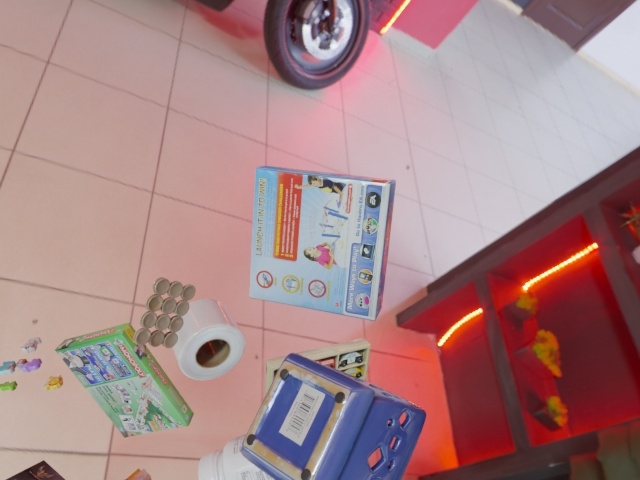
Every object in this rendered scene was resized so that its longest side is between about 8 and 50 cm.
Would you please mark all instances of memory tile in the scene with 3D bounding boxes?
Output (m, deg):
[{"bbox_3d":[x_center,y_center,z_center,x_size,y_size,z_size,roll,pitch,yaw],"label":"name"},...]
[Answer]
[{"bbox_3d":[-0.328,0.154,1.087,0.113,0.012,0.148,23,87,-55],"label":"memory tile"}]

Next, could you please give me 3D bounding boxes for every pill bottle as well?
[{"bbox_3d":[-0.144,0.553,1.275,0.282,0.160,0.160,-21,67,3],"label":"pill bottle"}]

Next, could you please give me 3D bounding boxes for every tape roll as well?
[{"bbox_3d":[-0.413,0.356,1.862,0.246,0.246,0.169,7,24,-33],"label":"tape roll"}]

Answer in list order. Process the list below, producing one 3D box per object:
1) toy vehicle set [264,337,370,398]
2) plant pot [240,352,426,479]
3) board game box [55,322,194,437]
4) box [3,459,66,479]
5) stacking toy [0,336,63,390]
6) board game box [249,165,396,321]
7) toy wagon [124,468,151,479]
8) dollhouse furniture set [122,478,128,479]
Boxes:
[{"bbox_3d":[-0.007,0.343,1.262,0.266,0.166,0.035,-7,24,-26],"label":"toy vehicle set"},{"bbox_3d":[0.013,0.346,0.929,0.212,0.235,0.236,42,69,-43],"label":"plant pot"},{"bbox_3d":[-0.490,0.362,1.303,0.046,0.213,0.317,-72,142,-59],"label":"board game box"},{"bbox_3d":[-0.689,0.658,1.247,0.231,0.056,0.183,25,19,25],"label":"box"},{"bbox_3d":[-0.899,0.379,1.531,0.052,0.221,0.167,-84,165,-61],"label":"stacking toy"},{"bbox_3d":[0.000,0.000,1.160,0.301,0.309,0.086,9,14,15],"label":"board game box"},{"bbox_3d":[-0.676,0.846,1.576,0.068,0.344,0.267,49,5,6],"label":"toy wagon"},{"bbox_3d":[-0.396,0.681,1.124,0.152,0.201,0.374,-13,97,-5],"label":"dollhouse furniture set"}]
